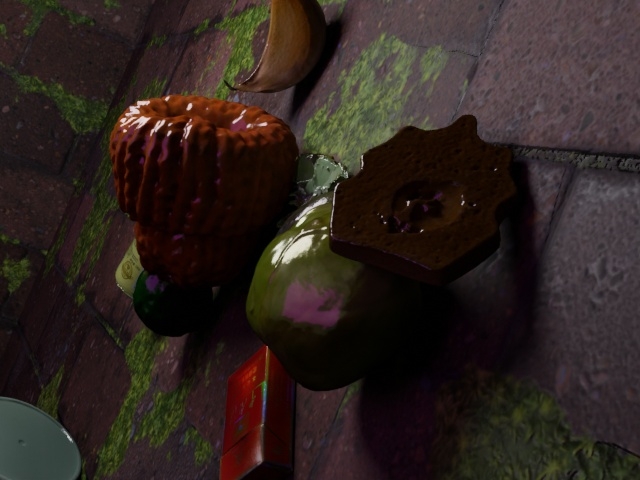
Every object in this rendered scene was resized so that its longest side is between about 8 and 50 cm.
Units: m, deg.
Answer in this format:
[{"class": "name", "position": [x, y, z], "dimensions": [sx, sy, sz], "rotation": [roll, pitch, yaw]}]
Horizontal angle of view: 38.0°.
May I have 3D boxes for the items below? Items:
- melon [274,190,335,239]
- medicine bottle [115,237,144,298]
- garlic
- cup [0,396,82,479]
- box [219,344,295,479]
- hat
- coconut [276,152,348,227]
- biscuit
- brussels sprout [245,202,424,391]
[{"class": "melon", "position": [0.000, 0.000, 1.175], "dimensions": [0.162, 0.099, 0.099], "rotation": [-46, 32, 33]}, {"class": "medicine bottle", "position": [-0.276, 0.000, 1.707], "dimensions": [0.239, 0.124, 0.124], "rotation": [-55, 27, 21]}, {"class": "garlic", "position": [-0.051, -0.321, 1.549], "dimensions": [0.115, 0.128, 0.206], "rotation": [29, 101, 22]}, {"class": "cup", "position": [-0.695, 0.520, 1.885], "dimensions": [0.392, 0.310, 0.401], "rotation": [-54, 29, 15]}, {"class": "box", "position": [-0.081, 0.232, 1.191], "dimensions": [0.112, 0.048, 0.175], "rotation": [-45, 32, 39]}, {"class": "hat", "position": [-0.200, -0.015, 1.444], "dimensions": [0.285, 0.285, 0.400], "rotation": [-137, 54, -64]}, {"class": "coconut", "position": [-0.006, -0.061, 1.289], "dimensions": [0.133, 0.055, 0.158], "rotation": [-57, 25, 22]}, {"class": "biscuit", "position": [0.113, -0.050, 0.950], "dimensions": [0.182, 0.034, 0.215], "rotation": [18, 56, 26]}, {"class": "brussels sprout", "position": [0.021, 0.056, 1.006], "dimensions": [0.223, 0.161, 0.223], "rotation": [-39, 36, 36]}]
